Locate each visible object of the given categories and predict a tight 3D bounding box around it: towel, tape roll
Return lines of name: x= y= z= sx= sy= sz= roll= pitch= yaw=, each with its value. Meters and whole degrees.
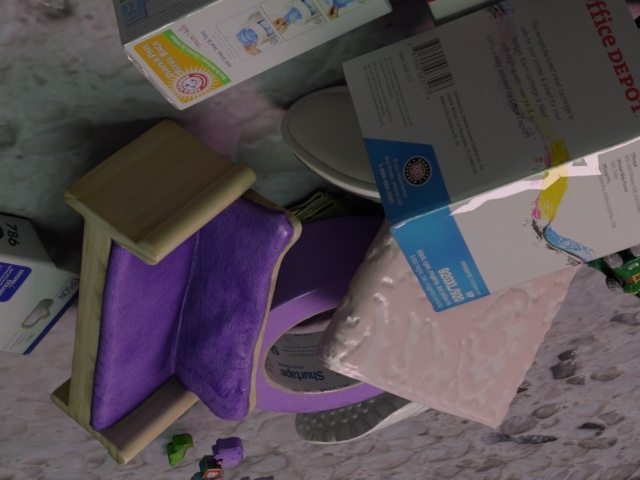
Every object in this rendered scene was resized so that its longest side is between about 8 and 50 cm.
towel: x=0.000 y=0.000 z=1.528 sx=0.110 sy=0.027 sz=0.148 roll=-29 pitch=144 yaw=16
tape roll: x=0.013 y=0.090 z=1.557 sx=0.275 sy=0.090 sz=0.274 roll=-12 pitch=144 yaw=-9
towel: x=0.168 y=0.023 z=1.465 sx=0.317 sy=0.053 sz=0.331 roll=26 pitch=91 yaw=-47

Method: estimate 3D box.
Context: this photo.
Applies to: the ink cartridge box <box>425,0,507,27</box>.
ink cartridge box: x=0.119 y=-0.234 z=1.145 sx=0.078 sy=0.134 sz=0.231 roll=-21 pitch=146 yaw=8

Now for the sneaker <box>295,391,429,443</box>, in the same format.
sneaker: x=0.080 y=0.224 z=1.842 sx=0.235 sy=0.090 sz=0.095 roll=-22 pitch=156 yaw=10

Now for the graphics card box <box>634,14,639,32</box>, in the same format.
graphics card box: x=0.472 y=-0.222 z=1.211 sx=0.233 sy=0.094 sz=0.371 roll=5 pitch=159 yaw=-23

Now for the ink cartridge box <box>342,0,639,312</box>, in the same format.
ink cartridge box: x=0.165 y=-0.079 z=1.111 sx=0.233 sy=0.171 sz=0.168 roll=-19 pitch=147 yaw=9

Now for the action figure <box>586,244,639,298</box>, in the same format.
action figure: x=0.389 y=0.023 z=1.708 sx=0.137 sy=0.063 sz=0.232 roll=-29 pitch=148 yaw=12

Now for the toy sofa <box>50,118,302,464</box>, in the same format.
toy sofa: x=-0.156 y=0.075 z=1.367 sx=0.150 sy=0.177 sz=0.362 roll=-40 pitch=158 yaw=-38

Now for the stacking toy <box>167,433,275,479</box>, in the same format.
stacking toy: x=-0.134 y=0.300 z=1.776 sx=0.052 sy=0.167 sz=0.221 roll=5 pitch=140 yaw=-29

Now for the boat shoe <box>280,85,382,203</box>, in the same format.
boat shoe: x=0.105 y=-0.058 z=1.284 sx=0.319 sy=0.116 sz=0.099 roll=18 pitch=154 yaw=26

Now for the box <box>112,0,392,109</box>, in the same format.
box: x=-0.063 y=-0.213 z=1.113 sx=0.203 sy=0.114 sz=0.103 roll=-24 pitch=147 yaw=11

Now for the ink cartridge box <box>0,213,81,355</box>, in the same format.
ink cartridge box: x=-0.413 y=0.030 z=1.359 sx=0.333 sy=0.065 sz=0.165 roll=15 pitch=135 yaw=-36
